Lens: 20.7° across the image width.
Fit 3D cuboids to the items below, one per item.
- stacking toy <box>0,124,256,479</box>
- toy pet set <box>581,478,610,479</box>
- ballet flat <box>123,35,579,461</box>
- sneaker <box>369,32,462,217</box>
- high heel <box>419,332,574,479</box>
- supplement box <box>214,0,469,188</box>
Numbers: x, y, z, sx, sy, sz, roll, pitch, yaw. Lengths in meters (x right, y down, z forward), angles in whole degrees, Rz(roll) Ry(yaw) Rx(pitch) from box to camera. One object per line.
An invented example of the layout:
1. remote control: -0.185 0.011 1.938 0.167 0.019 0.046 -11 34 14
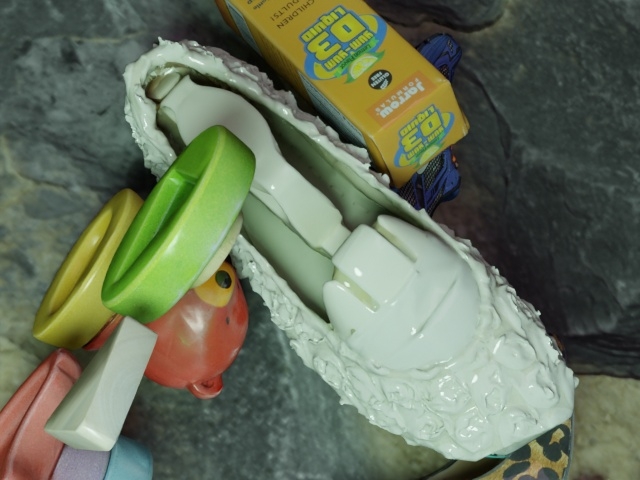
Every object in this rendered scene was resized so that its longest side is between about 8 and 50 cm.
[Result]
1. stacking toy: -0.103 0.090 1.104 0.130 0.279 0.309 33 54 -16
2. toy pet set: 0.236 0.223 1.289 0.114 0.065 0.122 -21 74 -30
3. ballet flat: 0.000 0.000 1.222 0.409 0.147 0.147 41 55 20
4. sneaker: 0.071 -0.066 1.376 0.087 0.083 0.221 28 64 -17
5. high heel: 0.076 0.150 1.241 0.186 0.093 0.261 28 65 -14
6. supplement box: 0.008 -0.146 1.328 0.078 0.080 0.233 -39 60 -8
